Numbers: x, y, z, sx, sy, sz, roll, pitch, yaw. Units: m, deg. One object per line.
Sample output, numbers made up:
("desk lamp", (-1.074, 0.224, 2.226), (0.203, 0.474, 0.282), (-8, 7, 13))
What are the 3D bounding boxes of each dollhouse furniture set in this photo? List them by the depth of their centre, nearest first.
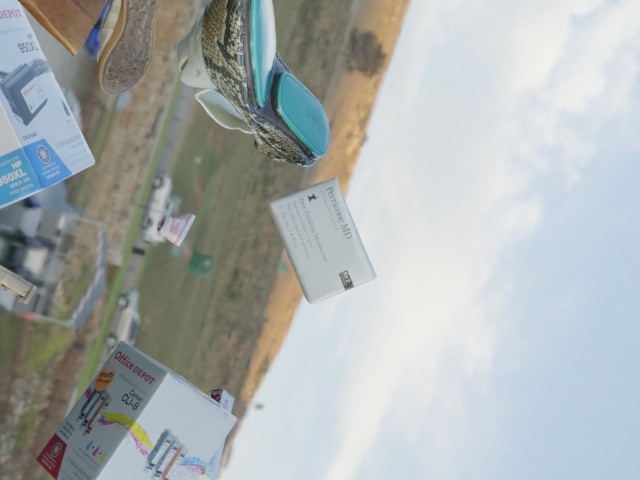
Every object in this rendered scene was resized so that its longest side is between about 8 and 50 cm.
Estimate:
("dollhouse furniture set", (-0.729, 0.159, 2.164), (0.242, 0.161, 0.212), (-60, -164, -13))

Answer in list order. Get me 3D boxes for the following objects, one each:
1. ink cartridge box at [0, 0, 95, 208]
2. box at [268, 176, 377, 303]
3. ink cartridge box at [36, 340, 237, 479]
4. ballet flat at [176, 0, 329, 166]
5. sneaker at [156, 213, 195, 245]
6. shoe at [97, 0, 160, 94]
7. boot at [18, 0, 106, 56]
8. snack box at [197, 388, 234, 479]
("ink cartridge box", (-0.655, -0.282, 2.109), (0.285, 0.166, 0.394), (-59, 127, -72))
("box", (0.000, 0.000, 1.733), (0.182, 0.119, 0.181), (172, -105, -87))
("ink cartridge box", (-0.215, 0.233, 1.226), (0.128, 0.127, 0.176), (21, -107, 51))
("ballet flat", (-0.121, -0.250, 1.625), (0.483, 0.182, 0.164), (59, 35, -64))
("sneaker", (-0.338, -0.039, 2.416), (0.051, 0.070, 0.134), (-58, -173, 24))
("shoe", (-0.283, -0.311, 1.542), (0.219, 0.077, 0.058), (-62, -142, 39))
("boot", (-0.531, -0.416, 1.789), (0.096, 0.280, 0.264), (-15, -137, 44))
("snack box", (-0.196, 0.302, 1.605), (0.037, 0.100, 0.141), (50, 41, -45))
